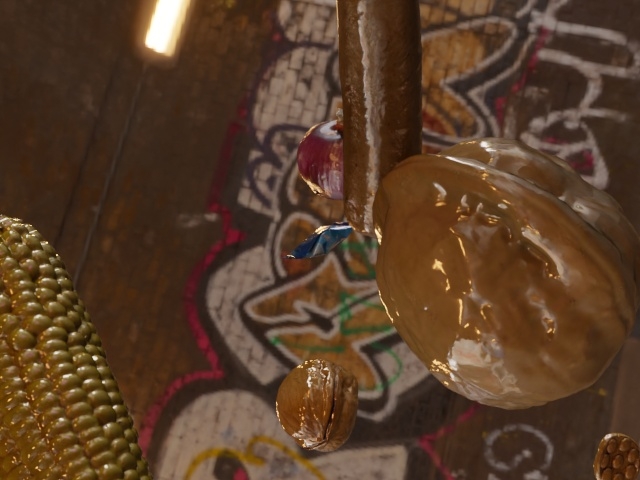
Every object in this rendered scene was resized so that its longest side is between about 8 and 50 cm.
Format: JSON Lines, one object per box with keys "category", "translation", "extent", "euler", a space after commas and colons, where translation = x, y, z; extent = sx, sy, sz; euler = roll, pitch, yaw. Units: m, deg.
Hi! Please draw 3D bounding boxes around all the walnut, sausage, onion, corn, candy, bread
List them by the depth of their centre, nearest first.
{"category": "corn", "translation": [-0.158, 0.097, 0.488], "extent": [0.091, 0.260, 0.091], "euler": [-21, -21, -27]}
{"category": "walnut", "translation": [0.258, 0.038, 1.188], "extent": [0.383, 0.383, 0.383], "euler": [12, -90, -82]}
{"category": "sausage", "translation": [0.086, -0.222, 1.252], "extent": [0.136, 0.123, 0.501], "euler": [-40, -43, -44]}
{"category": "walnut", "translation": [-0.005, 0.283, 1.471], "extent": [0.180, 0.144, 0.144], "euler": [-89, 5, -59]}
{"category": "onion", "translation": [0.046, -0.148, 1.489], "extent": [0.177, 0.177, 0.153], "euler": [-20, -80, -80]}
{"category": "candy", "translation": [0.001, 0.000, 1.626], "extent": [0.136, 0.088, 0.038], "euler": [-35, -68, -27]}
{"category": "bread", "translation": [0.574, 0.428, 1.659], "extent": [0.024, 0.110, 0.110], "euler": [-173, 96, -72]}
